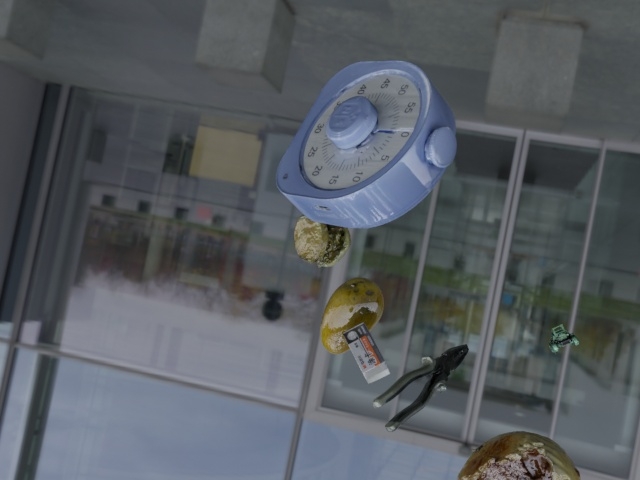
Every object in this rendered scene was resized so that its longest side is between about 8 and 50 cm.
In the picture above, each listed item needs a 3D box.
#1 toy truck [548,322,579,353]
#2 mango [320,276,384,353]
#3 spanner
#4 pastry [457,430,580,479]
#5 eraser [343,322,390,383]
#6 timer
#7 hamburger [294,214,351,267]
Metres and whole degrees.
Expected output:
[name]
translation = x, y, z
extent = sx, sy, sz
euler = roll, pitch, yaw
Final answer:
[toy truck]
translation = 0.739, 0.300, 2.379
extent = 0.080, 0.078, 0.154
euler = -24, 168, 9
[mango]
translation = 0.070, 0.177, 1.768
extent = 0.137, 0.195, 0.098
euler = 12, -164, -37
[spanner]
translation = 0.251, 0.334, 1.830
extent = 0.325, 0.095, 0.040
euler = -31, -175, -36
[pastry]
translation = 0.440, 0.501, 1.639
extent = 0.237, 0.170, 0.256
euler = 38, 131, -11
[eraser]
translation = 0.092, 0.227, 1.556
extent = 0.052, 0.122, 0.029
euler = -27, 140, 0
[timer]
translation = 0.109, -0.210, 1.613
extent = 0.395, 0.395, 0.173
euler = 9, 154, 44
[hamburger]
translation = 0.000, 0.000, 2.271
extent = 0.131, 0.159, 0.185
euler = 7, -178, -41
